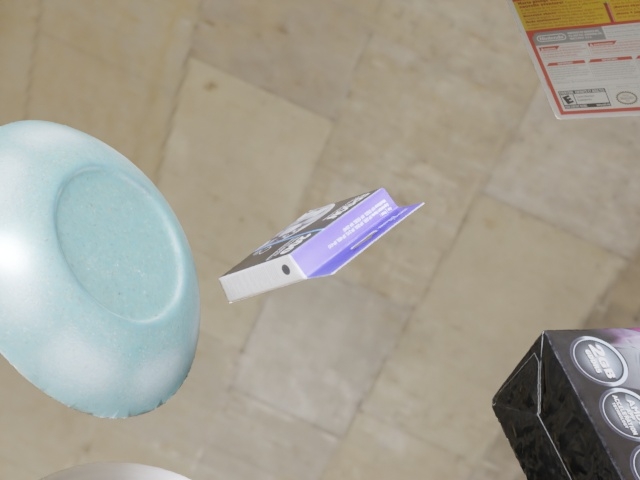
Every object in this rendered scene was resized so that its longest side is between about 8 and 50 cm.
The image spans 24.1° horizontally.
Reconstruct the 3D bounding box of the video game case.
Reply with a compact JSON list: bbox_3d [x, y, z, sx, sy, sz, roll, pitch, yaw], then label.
[{"bbox_3d":[0.273,-0.235,1.430,0.025,0.204,0.285,-58,-47,-35],"label":"video game case"}]

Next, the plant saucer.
[{"bbox_3d":[-0.131,0.009,0.896,0.037,0.195,0.195,-27,22,33],"label":"plant saucer"}]

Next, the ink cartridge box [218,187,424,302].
[{"bbox_3d":[0.000,0.000,1.946,0.208,0.045,0.206,-16,16,46],"label":"ink cartridge box"}]

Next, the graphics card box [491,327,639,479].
[{"bbox_3d":[0.329,0.172,1.074,0.094,0.371,0.233,-61,40,41],"label":"graphics card box"}]

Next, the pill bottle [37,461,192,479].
[{"bbox_3d":[-0.174,0.382,1.202,0.407,0.229,0.229,102,-170,-45],"label":"pill bottle"}]
